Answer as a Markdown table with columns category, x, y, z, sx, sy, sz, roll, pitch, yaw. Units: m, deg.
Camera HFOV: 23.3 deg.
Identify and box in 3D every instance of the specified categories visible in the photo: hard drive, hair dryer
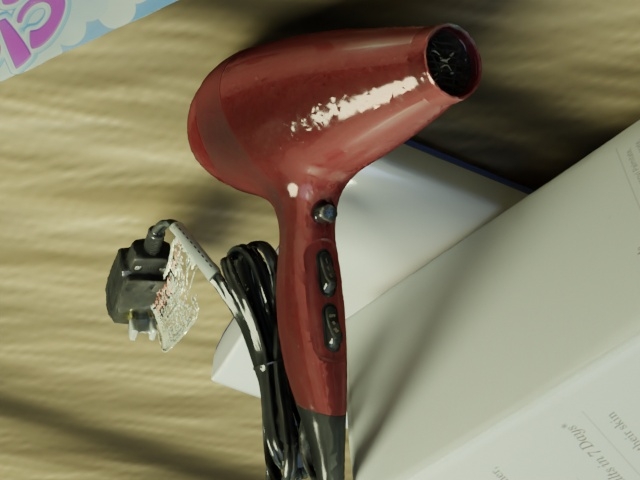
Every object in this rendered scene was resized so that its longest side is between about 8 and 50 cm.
| category | x | y | z | sx | sy | sz | roll | pitch | yaw |
| --- | --- | --- | --- | --- | --- | --- | --- | --- | --- |
| hard drive | 0.120 | 0.065 | 0.957 | 0.318 | 0.040 | 0.210 | 21 | 130 | -15 |
| hair dryer | 0.000 | 0.000 | 0.804 | 0.080 | 0.223 | 0.293 | -11 | 139 | -41 |

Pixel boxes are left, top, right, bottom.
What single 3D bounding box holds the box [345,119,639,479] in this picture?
| category | x | y | z | sx | sy | sz | roll | pitch | yaw |
| --- | --- | --- | --- | --- | --- | --- | --- | --- | --- |
| box | 0.211 | 0.065 | 0.817 | 0.345 | 0.168 | 0.215 | -34 | 118 | 18 |

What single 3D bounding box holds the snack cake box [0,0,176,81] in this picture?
| category | x | y | z | sx | sy | sz | roll | pitch | yaw |
| --- | --- | --- | --- | --- | --- | --- | --- | --- | --- |
| snack cake box | -0.159 | -0.150 | 0.666 | 0.264 | 0.089 | 0.152 | -28 | 132 | -16 |
